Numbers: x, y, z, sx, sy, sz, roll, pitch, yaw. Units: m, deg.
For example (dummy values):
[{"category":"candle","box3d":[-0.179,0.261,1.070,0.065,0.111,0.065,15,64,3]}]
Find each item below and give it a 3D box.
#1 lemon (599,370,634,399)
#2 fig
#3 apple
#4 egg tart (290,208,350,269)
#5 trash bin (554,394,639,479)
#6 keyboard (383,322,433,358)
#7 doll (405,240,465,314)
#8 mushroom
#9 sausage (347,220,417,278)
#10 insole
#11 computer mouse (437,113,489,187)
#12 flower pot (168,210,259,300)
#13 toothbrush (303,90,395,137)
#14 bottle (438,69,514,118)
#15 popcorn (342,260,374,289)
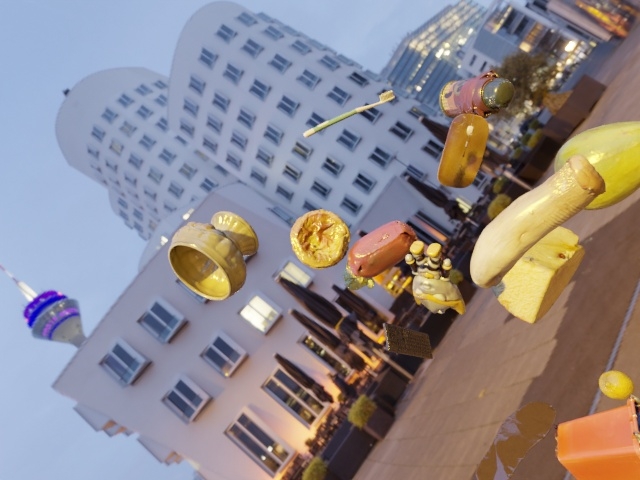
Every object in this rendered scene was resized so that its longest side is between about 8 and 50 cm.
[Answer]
[{"category":"lemon","box3d":[0.843,0.412,1.314,0.082,0.110,0.082,-34,44,41]},{"category":"fig","box3d":[0.919,-0.246,1.461,0.326,0.258,0.258,-32,4,40]},{"category":"apple","box3d":[0.704,0.080,1.487,0.309,0.314,0.252,-26,-3,-43]},{"category":"egg tart","box3d":[0.000,0.000,1.789,0.241,0.241,0.106,-49,-10,-17]},{"category":"trash bin","box3d":[0.709,0.495,1.120,0.238,0.184,0.161,-32,17,40]},{"category":"keyboard","box3d":[0.306,0.352,1.585,0.018,0.101,0.309,-23,-30,33]},{"category":"doll","box3d":[0.328,0.122,1.320,0.103,0.145,0.316,-85,-21,-44]},{"category":"mushroom","box3d":[0.429,-0.025,0.955,0.351,0.122,0.095,-56,24,38]},{"category":"sausage","box3d":[0.223,0.035,1.694,0.279,0.152,0.152,-32,-9,9]},{"category":"insole","box3d":[0.499,0.511,1.177,0.327,0.007,0.111,-29,20,-35]},{"category":"computer mouse","box3d":[0.458,-0.283,1.488,0.056,0.125,0.245,-70,-9,-63]},{"category":"flower pot","box3d":[-0.380,0.041,1.696,0.244,0.307,0.307,-55,-7,-42]},{"category":"toothbrush","box3d":[0.073,-0.322,1.177,0.257,0.018,0.024,-26,-56,-3]},{"category":"bottle","box3d":[0.532,-0.488,1.548,0.271,0.143,0.156,-156,66,-64]},{"category":"popcorn","box3d":[0.165,0.161,2.065,0.135,0.162,0.141,-50,7,-4]}]
